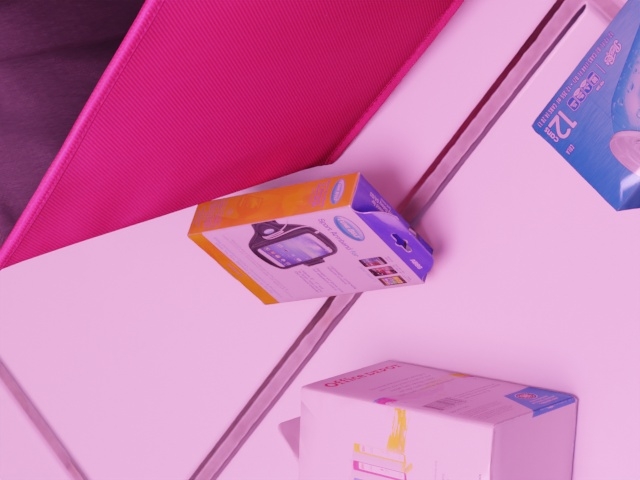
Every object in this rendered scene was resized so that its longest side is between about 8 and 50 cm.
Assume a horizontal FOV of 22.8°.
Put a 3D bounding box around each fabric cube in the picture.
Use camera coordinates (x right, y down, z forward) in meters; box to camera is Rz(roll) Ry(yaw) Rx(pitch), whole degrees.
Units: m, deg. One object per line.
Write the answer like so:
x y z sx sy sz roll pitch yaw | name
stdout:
-0.091 -0.180 0.822 0.259 0.258 0.254 53 134 16 | fabric cube

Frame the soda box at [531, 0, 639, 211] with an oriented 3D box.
0.199 -0.112 0.765 0.067 0.071 0.210 48 119 23 | soda box

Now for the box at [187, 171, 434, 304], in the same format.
0.000 0.000 0.919 0.136 0.081 0.028 -11 51 35 | box

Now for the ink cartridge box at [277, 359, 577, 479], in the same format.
0.056 0.124 0.883 0.143 0.092 0.090 8 100 37 | ink cartridge box
